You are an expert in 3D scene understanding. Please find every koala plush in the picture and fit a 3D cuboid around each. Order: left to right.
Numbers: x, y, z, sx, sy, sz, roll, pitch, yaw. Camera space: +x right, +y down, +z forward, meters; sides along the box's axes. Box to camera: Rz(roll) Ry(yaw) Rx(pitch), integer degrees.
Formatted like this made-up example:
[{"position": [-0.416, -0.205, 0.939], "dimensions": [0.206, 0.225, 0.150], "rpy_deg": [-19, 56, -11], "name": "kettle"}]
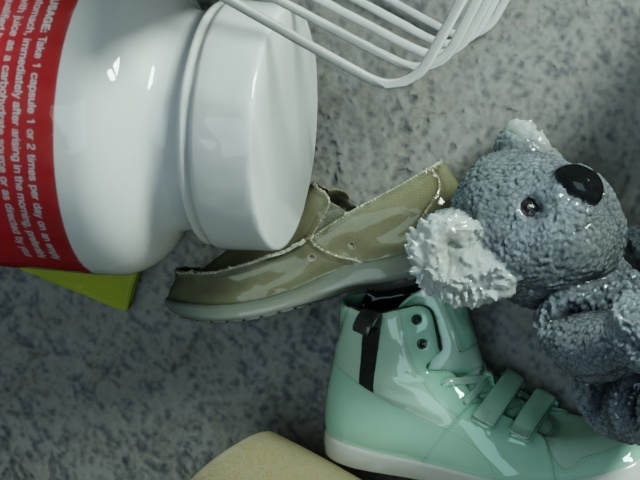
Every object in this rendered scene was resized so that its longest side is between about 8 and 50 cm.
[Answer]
[{"position": [0.181, 0.017, 1.336], "dimensions": [0.221, 0.196, 0.203], "rpy_deg": [33, 145, 9], "name": "koala plush"}]

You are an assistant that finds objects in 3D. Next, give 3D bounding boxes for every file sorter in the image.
[{"position": [0.052, -0.225, 1.269], "dimensions": [0.173, 0.278, 0.192], "rpy_deg": [30, 108, 6], "name": "file sorter"}]

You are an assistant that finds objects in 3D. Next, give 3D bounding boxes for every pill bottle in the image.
[{"position": [-0.218, -0.094, 1.375], "dimensions": [0.408, 0.229, 0.229], "rpy_deg": [5, 103, 15], "name": "pill bottle"}]

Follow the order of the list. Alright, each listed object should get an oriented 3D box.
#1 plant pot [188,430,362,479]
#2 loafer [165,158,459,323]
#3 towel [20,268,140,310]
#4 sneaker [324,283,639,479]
[{"position": [0.007, 0.283, 1.430], "dimensions": [0.274, 0.256, 0.256], "rpy_deg": [47, 110, 19], "name": "plant pot"}, {"position": [0.000, 0.000, 1.437], "dimensions": [0.251, 0.094, 0.087], "rpy_deg": [-15, 92, 9], "name": "loafer"}, {"position": [-0.161, -0.069, 1.499], "dimensions": [0.102, 0.021, 0.237], "rpy_deg": [22, 107, 14], "name": "towel"}, {"position": [0.124, 0.105, 1.411], "dimensions": [0.256, 0.094, 0.151], "rpy_deg": [6, 110, 17], "name": "sneaker"}]
